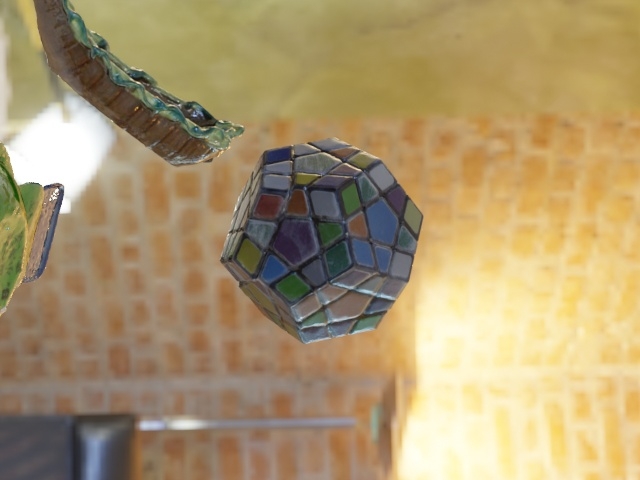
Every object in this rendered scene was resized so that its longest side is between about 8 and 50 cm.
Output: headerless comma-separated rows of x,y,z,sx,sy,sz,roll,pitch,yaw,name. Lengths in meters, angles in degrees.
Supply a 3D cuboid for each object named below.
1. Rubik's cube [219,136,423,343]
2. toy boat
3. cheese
0.000,0.000,0.922,0.111,0.093,0.111,-157,-90,-79,Rubik's cube
-0.199,-0.174,1.669,0.293,0.099,0.108,46,6,-27,toy boat
-0.285,0.009,1.434,0.320,0.083,0.204,-29,136,-76,cheese
